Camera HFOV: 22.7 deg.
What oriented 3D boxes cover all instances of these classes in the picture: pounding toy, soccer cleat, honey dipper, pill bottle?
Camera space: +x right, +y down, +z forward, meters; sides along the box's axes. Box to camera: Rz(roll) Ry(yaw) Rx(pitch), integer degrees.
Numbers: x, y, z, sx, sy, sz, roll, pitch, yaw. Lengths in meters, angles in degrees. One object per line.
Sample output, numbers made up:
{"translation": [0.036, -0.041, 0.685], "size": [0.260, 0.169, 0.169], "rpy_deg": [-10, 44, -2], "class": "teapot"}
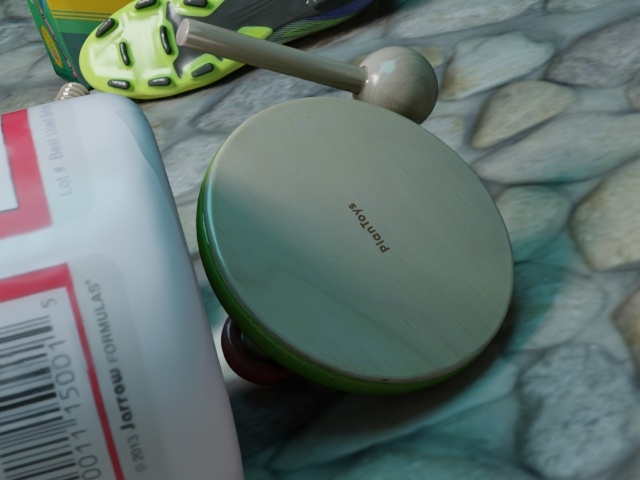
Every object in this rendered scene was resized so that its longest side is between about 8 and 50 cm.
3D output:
{"translation": [0.000, 0.000, 0.918], "size": [0.183, 0.110, 0.237], "rpy_deg": [2, 57, -23], "class": "pounding toy"}
{"translation": [-0.071, -0.194, 1.411], "size": [0.289, 0.093, 0.121], "rpy_deg": [-23, -4, 1], "class": "soccer cleat"}
{"translation": [-0.226, -0.084, 1.344], "size": [0.030, 0.030, 0.160], "rpy_deg": [-12, 31, 15], "class": "honey dipper"}
{"translation": [-0.257, 0.083, 0.760], "size": [0.408, 0.229, 0.229], "rpy_deg": [-14, 25, -8], "class": "pill bottle"}

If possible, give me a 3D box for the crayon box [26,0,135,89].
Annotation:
{"translation": [-0.209, -0.301, 1.462], "size": [0.165, 0.278, 0.081], "rpy_deg": [-29, 27, -19], "class": "crayon box"}
